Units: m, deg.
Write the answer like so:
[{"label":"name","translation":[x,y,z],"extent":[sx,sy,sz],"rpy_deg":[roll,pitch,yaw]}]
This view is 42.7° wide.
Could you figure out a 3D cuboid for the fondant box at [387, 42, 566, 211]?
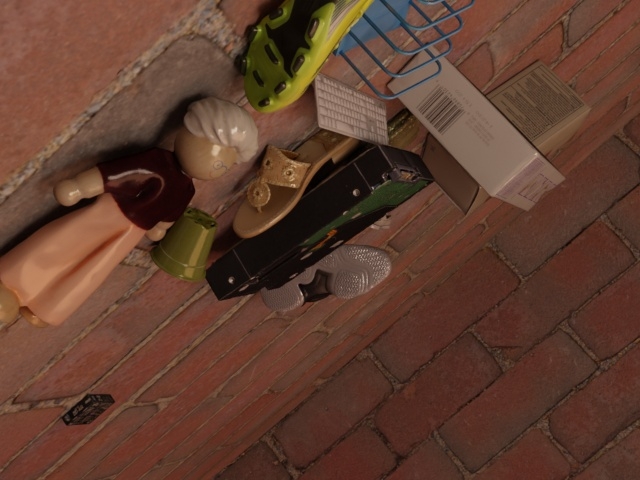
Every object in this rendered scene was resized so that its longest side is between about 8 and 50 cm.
[{"label":"fondant box","translation":[0.263,-0.170,1.326],"extent":[0.096,0.238,0.330],"rpy_deg":[-45,162,16]}]

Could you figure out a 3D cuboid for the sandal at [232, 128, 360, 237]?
[{"label":"sandal","translation":[-0.047,-0.112,1.149],"extent":[0.240,0.088,0.079],"rpy_deg":[-42,133,-17]}]

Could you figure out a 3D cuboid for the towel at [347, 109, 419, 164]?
[{"label":"towel","translation":[0.112,-0.159,1.401],"extent":[0.148,0.027,0.110],"rpy_deg":[-40,162,2]}]

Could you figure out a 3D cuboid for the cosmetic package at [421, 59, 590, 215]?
[{"label":"cosmetic package","translation":[0.357,-0.201,1.601],"extent":[0.296,0.153,0.129],"rpy_deg":[-33,161,-17]}]

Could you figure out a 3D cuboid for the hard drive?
[{"label":"hard drive","translation":[0.003,-0.027,1.281],"extent":[0.339,0.064,0.237],"rpy_deg":[-34,170,19]}]

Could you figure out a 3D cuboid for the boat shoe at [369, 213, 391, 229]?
[{"label":"boat shoe","translation":[0.122,-0.044,1.720],"extent":[0.100,0.035,0.035],"rpy_deg":[-3,113,-58]}]

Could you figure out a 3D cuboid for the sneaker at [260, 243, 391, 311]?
[{"label":"sneaker","translation":[0.024,0.060,1.578],"extent":[0.268,0.101,0.153],"rpy_deg":[-17,-178,24]}]

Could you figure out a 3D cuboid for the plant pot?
[{"label":"plant pot","translation":[-0.180,0.000,1.125],"extent":[0.083,0.083,0.079],"rpy_deg":[-9,133,-59]}]

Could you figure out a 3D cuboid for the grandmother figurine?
[{"label":"grandmother figurine","translation":[-0.212,-0.035,0.918],"extent":[0.342,0.104,0.208],"rpy_deg":[-38,172,5]}]

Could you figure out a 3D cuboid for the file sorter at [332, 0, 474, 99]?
[{"label":"file sorter","translation":[0.105,-0.270,0.971],"extent":[0.118,0.104,0.170],"rpy_deg":[-31,161,-27]}]

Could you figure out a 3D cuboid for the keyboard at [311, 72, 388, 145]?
[{"label":"keyboard","translation":[0.048,-0.178,1.153],"extent":[0.014,0.072,0.256],"rpy_deg":[-12,175,24]}]

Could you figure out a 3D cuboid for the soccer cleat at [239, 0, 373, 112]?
[{"label":"soccer cleat","translation":[0.015,-0.244,0.858],"extent":[0.121,0.093,0.289],"rpy_deg":[-12,147,-47]}]

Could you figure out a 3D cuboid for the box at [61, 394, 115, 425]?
[{"label":"box","translation":[-0.420,0.307,1.486],"extent":[0.067,0.018,0.083],"rpy_deg":[-41,163,4]}]
